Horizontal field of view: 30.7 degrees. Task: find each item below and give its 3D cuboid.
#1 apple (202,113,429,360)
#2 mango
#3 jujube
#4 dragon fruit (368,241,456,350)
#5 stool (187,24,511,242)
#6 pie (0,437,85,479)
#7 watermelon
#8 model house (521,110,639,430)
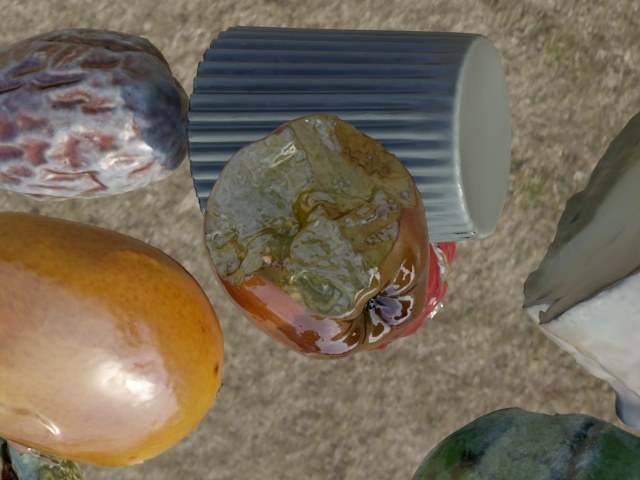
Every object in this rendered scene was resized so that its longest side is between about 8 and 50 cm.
[{"bbox_3d":[0.001,0.006,0.846,0.158,0.156,0.147,60,164,20],"label":"apple"},{"bbox_3d":[-0.107,0.042,0.470,0.159,0.084,0.105,17,135,-42],"label":"mango"},{"bbox_3d":[-0.317,-0.160,1.560,0.308,0.215,0.246,-7,161,20],"label":"jujube"},{"bbox_3d":[0.059,0.029,1.900,0.329,0.329,0.329,11,129,14],"label":"dragon fruit"},{"bbox_3d":[0.048,-0.123,1.444,0.330,0.297,0.297,1,126,23],"label":"stool"},{"bbox_3d":[-0.299,0.252,1.235,0.105,0.257,0.274,-9,164,-6],"label":"pie"},{"bbox_3d":[0.153,0.151,0.765,0.187,0.071,0.139,-7,157,34],"label":"watermelon"},{"bbox_3d":[0.305,0.016,0.586,0.284,0.243,0.298,46,135,-4],"label":"model house"}]
